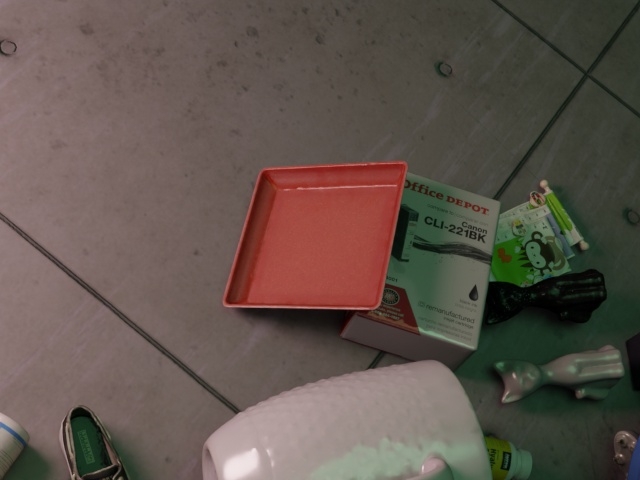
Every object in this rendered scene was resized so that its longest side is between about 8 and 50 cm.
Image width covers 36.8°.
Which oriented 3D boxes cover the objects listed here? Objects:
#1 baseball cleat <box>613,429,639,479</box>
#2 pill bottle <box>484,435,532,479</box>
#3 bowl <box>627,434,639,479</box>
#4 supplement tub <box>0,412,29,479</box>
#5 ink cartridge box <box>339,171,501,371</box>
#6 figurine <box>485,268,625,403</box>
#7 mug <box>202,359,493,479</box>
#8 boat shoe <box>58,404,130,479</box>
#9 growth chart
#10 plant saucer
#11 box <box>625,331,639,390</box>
[{"bbox_3d":[0.550,0.381,1.540,0.109,0.072,0.206,-27,86,-34],"label":"baseball cleat"},{"bbox_3d":[0.258,0.332,1.459,0.116,0.065,0.065,13,62,-13],"label":"pill bottle"},{"bbox_3d":[0.622,0.406,1.474,0.391,0.077,0.392,4,81,-29],"label":"bowl"},{"bbox_3d":[-0.436,0.281,1.246,0.071,0.071,0.107,32,58,-2],"label":"supplement tub"},{"bbox_3d":[0.163,0.043,1.529,0.196,0.114,0.273,17,61,-5],"label":"ink cartridge box"},{"bbox_3d":[0.368,0.159,1.567,0.209,0.092,0.215,-3,72,-15],"label":"figurine"},{"bbox_3d":[0.033,0.312,1.219,0.327,0.374,0.276,-7,85,-16],"label":"mug"},{"bbox_3d":[-0.292,0.324,1.273,0.077,0.070,0.219,-21,73,-26],"label":"boat shoe"},{"bbox_3d":[0.361,0.010,1.675,0.237,0.021,0.172,-29,76,-26],"label":"growth chart"},{"bbox_3d":[0.000,0.000,1.477,0.258,0.048,0.259,-1,57,24],"label":"plant saucer"},{"bbox_3d":[0.622,0.188,1.597,0.155,0.158,0.093,7,62,-15],"label":"box"}]
